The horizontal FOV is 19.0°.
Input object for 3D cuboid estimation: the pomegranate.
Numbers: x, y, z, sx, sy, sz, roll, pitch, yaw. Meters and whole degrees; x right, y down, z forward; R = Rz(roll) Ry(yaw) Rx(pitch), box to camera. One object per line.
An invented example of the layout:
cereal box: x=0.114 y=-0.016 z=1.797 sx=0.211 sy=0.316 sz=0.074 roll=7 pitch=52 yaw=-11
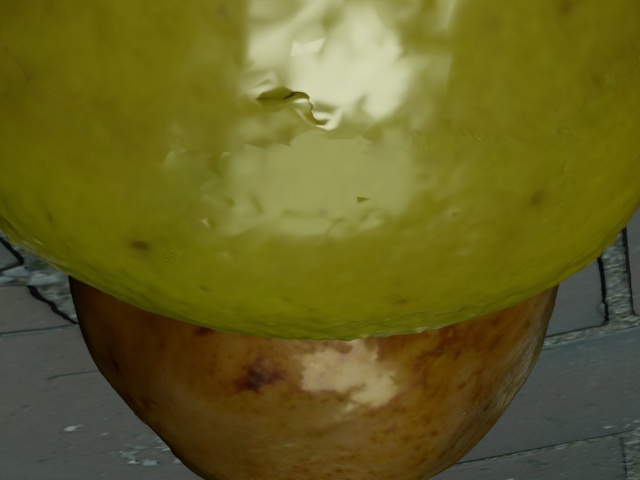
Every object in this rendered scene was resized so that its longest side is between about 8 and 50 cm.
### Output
pomegranate: x=0.000 y=0.000 z=0.859 sx=0.248 sy=0.248 sz=0.248 roll=-8 pitch=159 yaw=-3

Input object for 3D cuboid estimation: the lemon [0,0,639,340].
lemon: x=-0.003 y=-0.078 z=0.631 sx=0.263 sy=0.236 sz=0.236 roll=28 pitch=142 yaw=-28
